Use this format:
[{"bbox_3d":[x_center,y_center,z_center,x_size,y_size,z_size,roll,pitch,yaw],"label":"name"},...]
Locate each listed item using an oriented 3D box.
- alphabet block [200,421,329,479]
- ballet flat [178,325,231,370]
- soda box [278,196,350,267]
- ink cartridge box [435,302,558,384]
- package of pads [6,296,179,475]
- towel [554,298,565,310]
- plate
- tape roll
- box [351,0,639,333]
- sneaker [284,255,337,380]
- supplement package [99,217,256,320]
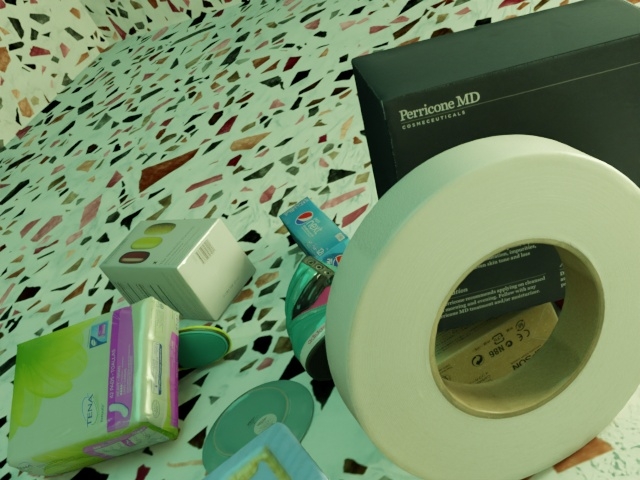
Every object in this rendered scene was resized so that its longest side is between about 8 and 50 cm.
[{"bbox_3d":[-0.035,0.354,1.018,0.192,0.197,0.193,-37,29,-7],"label":"alphabet block"},{"bbox_3d":[-0.247,0.185,1.606,0.231,0.077,0.077,-23,17,20],"label":"ballet flat"},{"bbox_3d":[0.000,0.000,1.639,0.067,0.071,0.210,-34,29,-4],"label":"soda box"},{"bbox_3d":[0.179,0.121,1.268,0.234,0.088,0.193,-32,28,1],"label":"ink cartridge box"},{"bbox_3d":[-0.367,0.246,1.531,0.296,0.101,0.229,-20,55,23],"label":"package of pads"},{"bbox_3d":[0.417,-0.012,1.299,0.275,0.031,0.199,-33,31,4],"label":"towel"},{"bbox_3d":[-0.097,0.269,1.380,0.188,0.024,0.188,-24,29,15],"label":"plate"},{"bbox_3d":[0.194,0.084,1.008,0.392,0.392,0.072,-36,28,-5],"label":"tape roll"},{"bbox_3d":[0.243,-0.096,1.154,0.343,0.312,0.179,-14,28,-3],"label":"box"},{"bbox_3d":[0.060,0.067,1.442,0.295,0.124,0.178,-38,39,-7],"label":"sneaker"},{"bbox_3d":[-0.269,0.052,1.757,0.244,0.134,0.139,-1,42,43],"label":"supplement package"}]
